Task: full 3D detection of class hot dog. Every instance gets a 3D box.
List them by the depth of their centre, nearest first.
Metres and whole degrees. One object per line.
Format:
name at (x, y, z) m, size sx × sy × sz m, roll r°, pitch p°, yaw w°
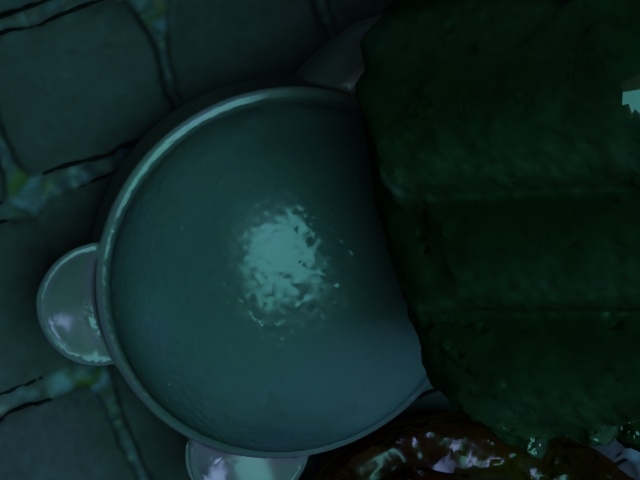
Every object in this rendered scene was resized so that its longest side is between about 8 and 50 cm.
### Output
hot dog at (0.094, 0.158, 0.905) m, size 0.227 × 0.160 × 0.099 m, roll 11°, pitch 115°, yaw -24°

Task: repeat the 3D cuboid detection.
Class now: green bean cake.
green bean cake at (0.160, -0.009, 0.817) m, size 0.308 × 0.169 × 0.300 m, roll -41°, pitch 119°, yaw -49°

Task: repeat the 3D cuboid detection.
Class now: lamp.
lamp at (0.002, 0.000, 0.867) m, size 0.246 × 0.108 × 0.179 m, roll -44°, pitch 114°, yaw -5°
